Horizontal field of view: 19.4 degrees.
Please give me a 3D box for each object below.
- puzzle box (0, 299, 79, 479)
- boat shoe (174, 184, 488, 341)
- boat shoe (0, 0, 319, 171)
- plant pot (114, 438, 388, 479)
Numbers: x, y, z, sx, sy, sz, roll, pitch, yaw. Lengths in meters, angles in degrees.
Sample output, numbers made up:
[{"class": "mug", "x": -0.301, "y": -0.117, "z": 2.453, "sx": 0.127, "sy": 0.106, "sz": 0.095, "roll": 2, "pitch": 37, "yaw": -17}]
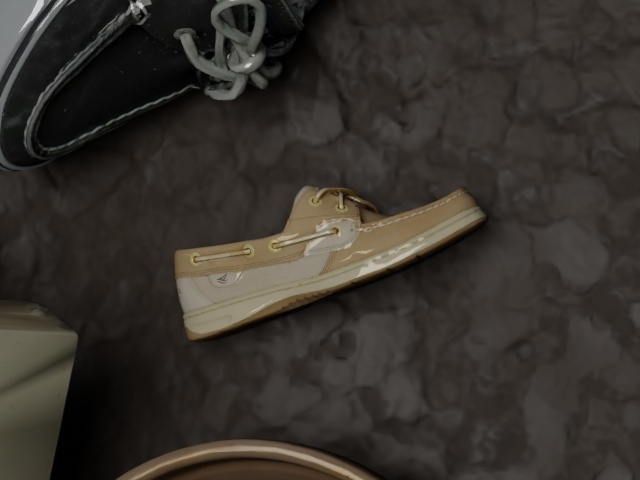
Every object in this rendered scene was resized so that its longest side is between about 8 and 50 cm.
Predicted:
[{"class": "puzzle box", "x": -0.282, "y": 0.218, "z": 0.871, "sx": 0.052, "sy": 0.272, "sz": 0.409, "roll": 30, "pitch": 110, "yaw": 53}, {"class": "boat shoe", "x": 0.000, "y": 0.000, "z": 0.962, "sx": 0.170, "sy": 0.063, "sz": 0.059, "roll": -21, "pitch": 85, "yaw": 12}, {"class": "boat shoe", "x": -0.051, "y": -0.129, "z": 0.964, "sx": 0.306, "sy": 0.113, "sz": 0.105, "roll": -39, "pitch": 62, "yaw": -2}, {"class": "plant pot", "x": -0.023, "y": 0.216, "z": 0.920, "sx": 0.237, "sy": 0.110, "sz": 0.237, "roll": -2, "pitch": 83, "yaw": 15}]
